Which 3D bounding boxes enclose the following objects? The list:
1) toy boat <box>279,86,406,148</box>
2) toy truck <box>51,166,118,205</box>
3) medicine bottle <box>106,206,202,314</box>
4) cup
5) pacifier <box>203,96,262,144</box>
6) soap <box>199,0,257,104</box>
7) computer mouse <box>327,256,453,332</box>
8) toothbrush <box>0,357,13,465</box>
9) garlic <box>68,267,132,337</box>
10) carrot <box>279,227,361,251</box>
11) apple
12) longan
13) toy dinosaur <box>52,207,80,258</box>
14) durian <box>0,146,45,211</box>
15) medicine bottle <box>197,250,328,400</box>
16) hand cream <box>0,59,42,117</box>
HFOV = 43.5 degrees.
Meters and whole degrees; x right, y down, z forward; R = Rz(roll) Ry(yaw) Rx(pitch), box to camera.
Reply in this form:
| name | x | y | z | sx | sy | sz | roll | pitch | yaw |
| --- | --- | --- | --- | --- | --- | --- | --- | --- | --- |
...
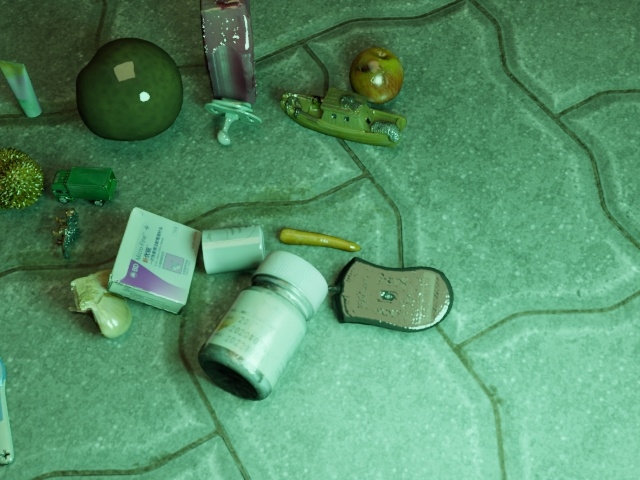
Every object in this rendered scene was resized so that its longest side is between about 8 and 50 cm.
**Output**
| name | x | y | z | sx | sy | sz | roll | pitch | yaw |
| --- | --- | --- | --- | --- | --- | --- | --- | --- | --- |
| toy boat | 0.052 | -0.308 | 1.960 | 0.321 | 0.121 | 0.089 | 17 | 63 | 14 |
| toy truck | -0.558 | -0.127 | 1.890 | 0.147 | 0.079 | 0.065 | 2 | 56 | 7 |
| medicine bottle | -0.357 | 0.044 | 1.737 | 0.171 | 0.052 | 0.201 | 23 | 52 | -19 |
| cup | -0.192 | 0.004 | 1.769 | 0.133 | 0.099 | 0.136 | -6 | 56 | -1 |
| pacifier | -0.224 | -0.293 | 1.980 | 0.150 | 0.127 | 0.117 | 17 | 82 | 6 |
| soap | -0.228 | -0.496 | 1.980 | 0.127 | 0.325 | 0.220 | -7 | 58 | -7 |
| computer mouse | 0.143 | 0.121 | 1.680 | 0.264 | 0.088 | 0.147 | 10 | 73 | 9 |
| toothbrush | -0.664 | 0.276 | 1.642 | 0.040 | 0.040 | 0.386 | -17 | 57 | -8 |
| garlic | -0.463 | 0.134 | 1.705 | 0.124 | 0.099 | 0.174 | -10 | 58 | -27 |
| carrot | 0.000 | 0.000 | 1.800 | 0.190 | 0.037 | 0.037 | 7 | 56 | 6 |
| apple | 0.141 | -0.418 | 2.025 | 0.146 | 0.146 | 0.146 | -1 | 55 | 2 |
| longan | -0.461 | -0.363 | 1.946 | 0.258 | 0.258 | 0.258 | -1 | 55 | 2 |
| toy dinosaur | -0.578 | -0.017 | 1.834 | 0.055 | 0.049 | 0.154 | -6 | 50 | -5 |
| durian | -0.726 | -0.141 | 1.882 | 0.158 | 0.137 | 0.168 | 28 | 45 | -2 |
| medicine bottle | -0.112 | 0.169 | 1.612 | 0.165 | 0.165 | 0.273 | 22 | 59 | 17 |
| hand cream | -0.751 | -0.385 | 2.018 | 0.076 | 0.174 | 0.047 | 12 | 57 | 10 |
